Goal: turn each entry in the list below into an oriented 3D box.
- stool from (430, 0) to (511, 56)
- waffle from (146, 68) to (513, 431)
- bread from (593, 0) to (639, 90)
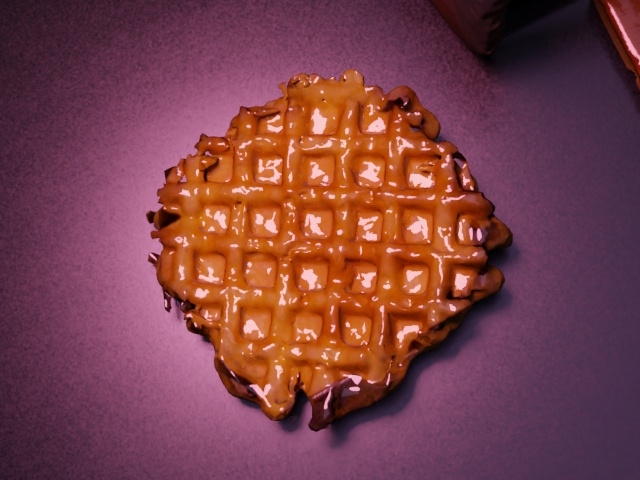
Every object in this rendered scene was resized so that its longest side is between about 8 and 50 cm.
[{"bbox_3d":[0.187,-0.403,1.326,0.226,0.310,0.310,-32,79,-1],"label":"stool"},{"bbox_3d":[0.000,0.000,1.374,0.382,0.095,0.380,-37,76,1],"label":"waffle"},{"bbox_3d":[0.400,-0.213,1.393,0.088,0.049,0.226,-23,77,1],"label":"bread"}]
